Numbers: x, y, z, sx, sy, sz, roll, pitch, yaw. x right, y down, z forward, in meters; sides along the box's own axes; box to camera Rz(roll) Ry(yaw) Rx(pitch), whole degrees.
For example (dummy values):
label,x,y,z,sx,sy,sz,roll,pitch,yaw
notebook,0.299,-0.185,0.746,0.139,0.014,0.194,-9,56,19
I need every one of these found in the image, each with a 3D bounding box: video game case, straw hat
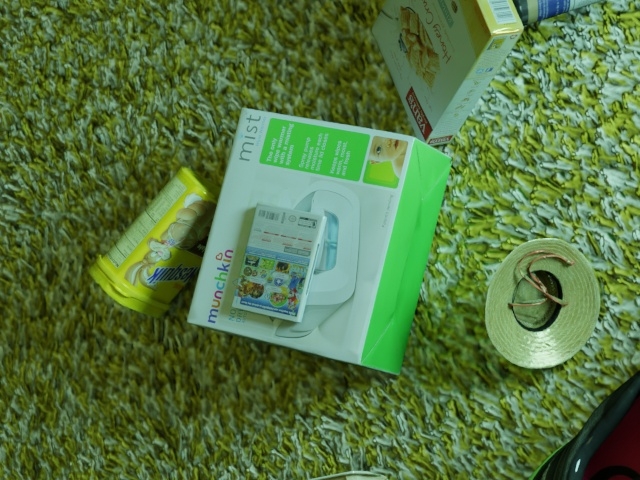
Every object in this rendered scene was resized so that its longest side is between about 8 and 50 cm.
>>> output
label,x,y,z,sx,sy,sz,roll,pitch,yaw
video game case,-0.046,0.024,1.852,0.087,0.011,0.122,12,85,26
straw hat,0.231,0.062,1.816,0.144,0.144,0.061,-62,20,2

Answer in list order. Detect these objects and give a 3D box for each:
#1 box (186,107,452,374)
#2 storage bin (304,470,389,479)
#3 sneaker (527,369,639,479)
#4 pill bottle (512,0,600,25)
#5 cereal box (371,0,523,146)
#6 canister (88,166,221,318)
label,x,y,z,sx,sy,sz,roll,pitch,yaw
box,0.000,0.000,1.913,0.231,0.127,0.262,13,86,26
storage bin,-0.021,0.407,1.830,0.260,0.123,0.262,-15,72,23
sneaker,0.396,0.150,1.598,0.185,0.202,0.483,42,84,5
pill bottle,0.292,-0.320,1.814,0.219,0.123,0.123,-18,69,-3
cereal box,0.136,-0.236,1.855,0.047,0.240,0.173,-11,66,-23
canister,-0.181,0.002,2.001,0.170,0.126,0.073,-49,62,7
